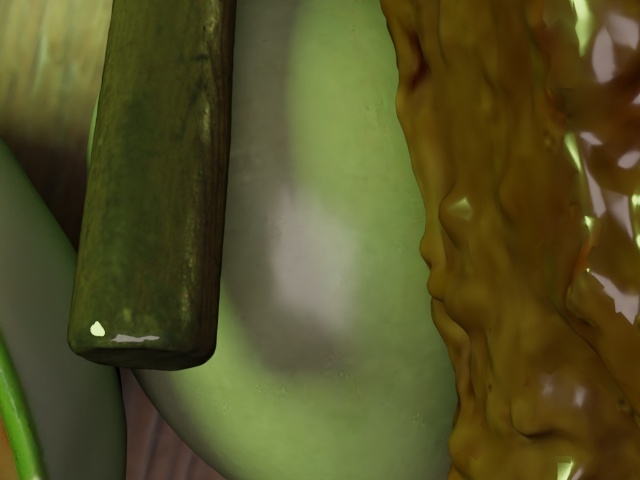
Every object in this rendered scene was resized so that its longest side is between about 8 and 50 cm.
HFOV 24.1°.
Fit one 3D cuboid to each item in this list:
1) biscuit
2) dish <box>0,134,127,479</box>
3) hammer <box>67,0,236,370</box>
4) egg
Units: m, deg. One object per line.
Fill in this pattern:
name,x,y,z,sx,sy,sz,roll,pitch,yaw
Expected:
biscuit,0.191,-0.101,0.501,0.343,0.166,0.395,-12,93,-18
dish,-0.186,0.043,0.644,0.324,0.124,0.324,18,120,33
hammer,-0.049,-0.166,0.562,0.168,0.044,0.440,1,70,9
egg,0.000,0.000,0.622,0.187,0.186,0.253,-13,92,5
